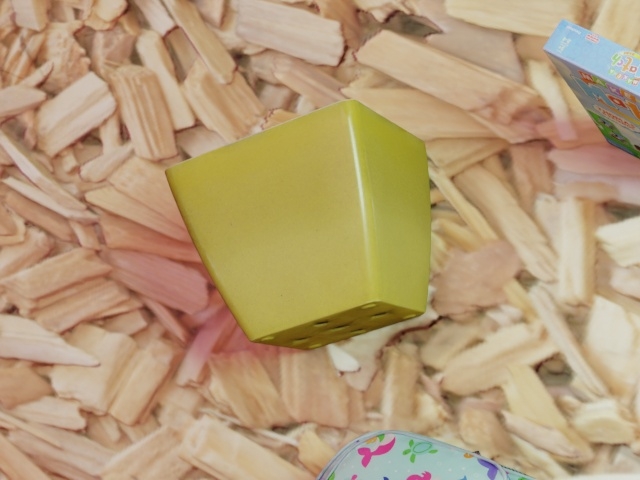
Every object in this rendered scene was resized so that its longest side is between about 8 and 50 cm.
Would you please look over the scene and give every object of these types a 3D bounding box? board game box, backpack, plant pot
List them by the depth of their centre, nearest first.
[{"bbox_3d":[0.081,0.281,1.163,0.253,0.191,0.225,14,63,48],"label":"backpack"},{"bbox_3d":[0.304,-0.110,1.188,0.160,0.211,0.039,34,88,35],"label":"board game box"},{"bbox_3d":[0.000,0.000,1.326,0.212,0.212,0.187,-20,74,21],"label":"plant pot"}]
